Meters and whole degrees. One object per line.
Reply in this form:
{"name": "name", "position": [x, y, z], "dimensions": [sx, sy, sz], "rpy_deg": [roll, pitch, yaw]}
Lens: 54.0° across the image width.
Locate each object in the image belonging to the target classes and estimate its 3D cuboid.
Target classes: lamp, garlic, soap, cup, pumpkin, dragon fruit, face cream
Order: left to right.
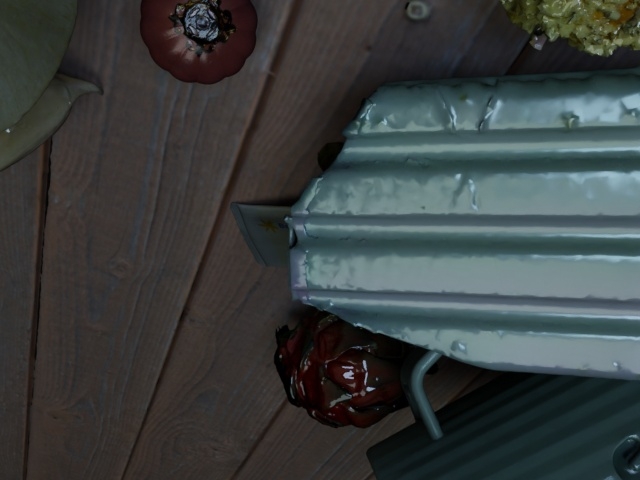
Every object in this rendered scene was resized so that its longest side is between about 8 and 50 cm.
{"name": "garlic", "position": [-0.374, -0.125, 0.675], "dimensions": [0.245, 0.164, 0.145], "rpy_deg": [-13, 93, 25]}
{"name": "lamp", "position": [-0.110, -0.197, 0.574], "dimensions": [0.108, 0.092, 0.107], "rpy_deg": [-4, 107, -12]}
{"name": "face cream", "position": [0.000, 0.000, 0.771], "dimensions": [0.224, 0.070, 0.114], "rpy_deg": [1, 134, 25]}
{"name": "dragon fruit", "position": [0.035, 0.165, 0.841], "dimensions": [0.182, 0.182, 0.189], "rpy_deg": [37, 129, -22]}
{"name": "pumpkin", "position": [0.033, -0.076, 0.706], "dimensions": [0.083, 0.028, 0.050], "rpy_deg": [23, 136, -4]}
{"name": "soap", "position": [0.197, -0.021, 0.576], "dimensions": [0.446, 0.156, 0.261], "rpy_deg": [0, 106, 13]}
{"name": "cup", "position": [0.265, 0.250, 0.737], "dimensions": [0.392, 0.400, 0.310], "rpy_deg": [-22, 147, -4]}

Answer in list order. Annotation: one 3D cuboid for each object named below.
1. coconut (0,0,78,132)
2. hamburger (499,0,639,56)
{"name": "coconut", "position": [-0.334, -0.207, 0.446], "dimensions": [0.323, 0.323, 0.323], "rpy_deg": [7, 135, 7]}
{"name": "hamburger", "position": [0.228, -0.240, 0.422], "dimensions": [0.243, 0.138, 0.261], "rpy_deg": [25, 135, -11]}
